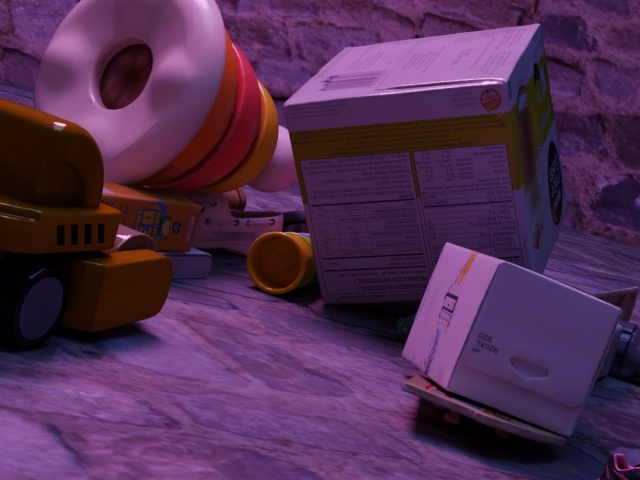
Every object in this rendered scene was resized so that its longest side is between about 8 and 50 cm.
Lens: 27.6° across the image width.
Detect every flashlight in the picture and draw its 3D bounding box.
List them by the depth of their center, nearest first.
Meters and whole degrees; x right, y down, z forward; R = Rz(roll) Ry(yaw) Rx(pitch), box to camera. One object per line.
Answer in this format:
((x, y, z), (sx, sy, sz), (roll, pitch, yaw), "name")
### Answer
((0.578, 0.196, 2.042), (0.304, 0.103, 0.103), (20, 11, 21), "flashlight")

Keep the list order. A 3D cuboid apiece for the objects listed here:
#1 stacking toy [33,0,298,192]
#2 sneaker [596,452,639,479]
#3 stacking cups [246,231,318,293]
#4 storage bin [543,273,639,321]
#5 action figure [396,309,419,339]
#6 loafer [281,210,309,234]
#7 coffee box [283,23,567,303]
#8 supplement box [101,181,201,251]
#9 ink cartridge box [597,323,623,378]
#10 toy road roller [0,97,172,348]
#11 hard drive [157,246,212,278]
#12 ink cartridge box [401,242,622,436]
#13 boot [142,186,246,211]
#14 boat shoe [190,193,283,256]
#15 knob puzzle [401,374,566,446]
((-0.189, -0.184, 2.085), (0.350, 0.351, 0.480), (22, -5, 35), "stacking toy")
((0.348, 0.267, 1.398), (0.047, 0.057, 0.119), (10, 12, -42), "sneaker")
((-0.024, 0.022, 2.097), (0.096, 0.096, 0.316), (18, 9, 14), "stacking cups")
((0.374, 0.097, 2.222), (0.262, 0.123, 0.260), (20, 11, 29), "storage bin")
((0.214, 0.111, 1.852), (0.232, 0.064, 0.137), (-10, -8, 27), "action figure")
((0.000, 0.000, 2.379), (0.096, 0.084, 0.267), (-15, -12, 31), "loafer")
((0.178, -0.119, 2.019), (0.338, 0.334, 0.337), (-4, 21, 21), "coffee box")
((-0.280, -0.035, 1.817), (0.080, 0.078, 0.233), (24, 14, 41), "supplement box")
((0.349, 0.153, 1.965), (0.153, 0.087, 0.208), (20, 11, 26), "ink cartridge box")
((-0.311, -0.030, 1.479), (0.202, 0.241, 0.329), (20, 11, 24), "toy road roller")
((-0.340, -0.011, 1.939), (0.307, 0.040, 0.203), (21, 11, 32), "hard drive")
((0.230, 0.116, 1.614), (0.171, 0.168, 0.232), (21, 1, -12), "ink cartridge box")
((-0.284, -0.081, 2.253), (0.236, 0.089, 0.269), (33, 28, 12), "boot")
((-0.185, -0.037, 2.164), (0.277, 0.096, 0.098), (9, 12, -35), "boat shoe")
((0.192, 0.210, 1.531), (0.213, 0.030, 0.213), (21, 0, 0), "knob puzzle")
